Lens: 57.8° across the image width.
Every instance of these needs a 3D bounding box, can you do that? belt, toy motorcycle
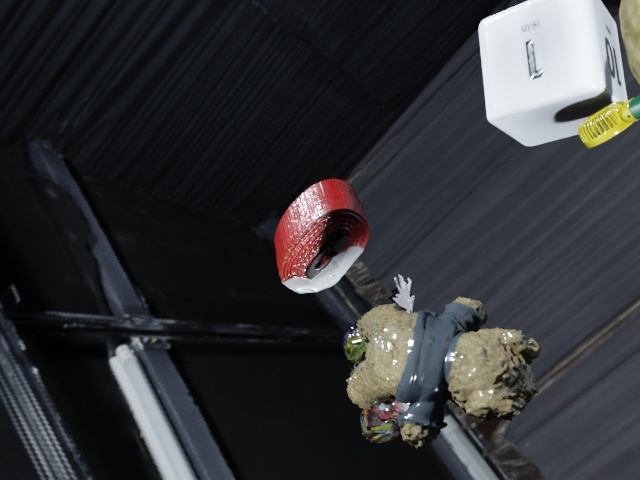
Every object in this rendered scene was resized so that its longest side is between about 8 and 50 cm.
[{"bbox_3d":[0.000,0.000,1.030,0.128,0.201,0.124,25,-152,-28],"label":"belt"},{"bbox_3d":[0.147,0.207,1.049,0.134,0.207,0.401,-99,-4,-63],"label":"toy motorcycle"}]

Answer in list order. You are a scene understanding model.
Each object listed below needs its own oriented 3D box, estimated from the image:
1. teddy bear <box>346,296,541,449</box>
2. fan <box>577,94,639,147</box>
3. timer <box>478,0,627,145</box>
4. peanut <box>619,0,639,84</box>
[{"bbox_3d":[0.111,0.137,0.648,0.251,0.182,0.129,-3,153,45],"label":"teddy bear"},{"bbox_3d":[0.454,-0.190,0.865,0.039,0.082,0.155,55,156,-2],"label":"fan"},{"bbox_3d":[0.411,-0.300,1.025,0.192,0.194,0.195,12,-109,-49],"label":"timer"},{"bbox_3d":[0.349,-0.264,0.537,0.136,0.299,0.120,11,175,-32],"label":"peanut"}]
